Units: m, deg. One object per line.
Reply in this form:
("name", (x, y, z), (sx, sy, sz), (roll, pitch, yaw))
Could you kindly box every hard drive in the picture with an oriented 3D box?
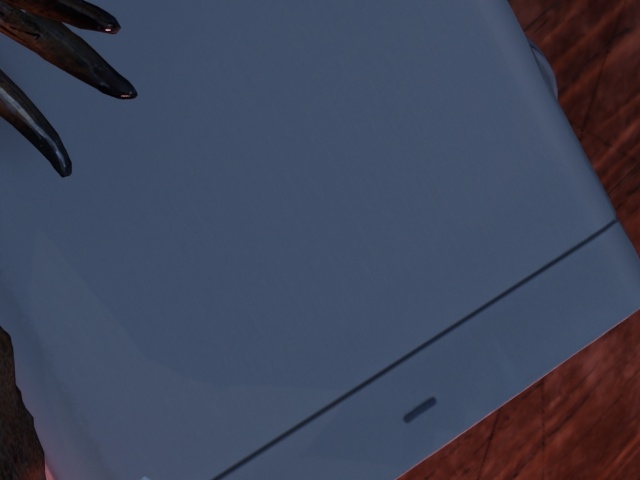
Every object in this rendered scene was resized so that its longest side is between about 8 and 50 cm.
("hard drive", (-0.050, -0.082, 0.447), (0.233, 0.047, 0.353), (-30, 93, -27))

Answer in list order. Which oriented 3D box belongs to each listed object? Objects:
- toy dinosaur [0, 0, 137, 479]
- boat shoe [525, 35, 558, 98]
("toy dinosaur", (-0.121, 0.029, 0.328), (0.200, 0.127, 0.295), (-55, 147, -51))
("boat shoe", (-0.002, -0.007, 0.573), (0.367, 0.156, 0.135), (-19, 121, -32))
